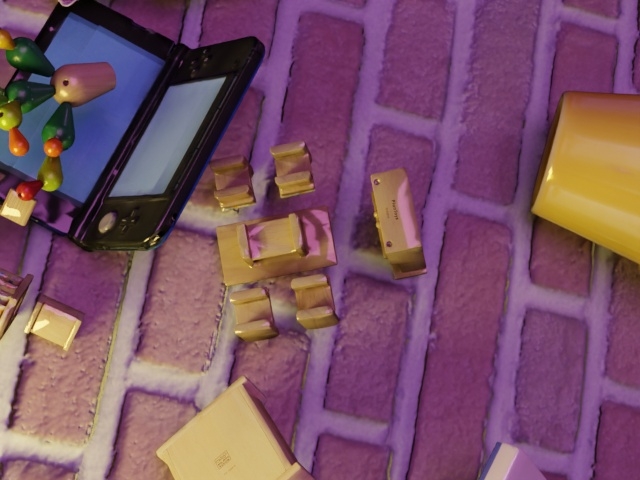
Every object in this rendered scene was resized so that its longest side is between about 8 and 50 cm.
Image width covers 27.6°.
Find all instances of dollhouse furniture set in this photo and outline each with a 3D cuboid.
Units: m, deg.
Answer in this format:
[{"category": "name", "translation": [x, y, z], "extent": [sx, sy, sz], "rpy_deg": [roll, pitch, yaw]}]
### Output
[{"category": "dollhouse furniture set", "translation": [-0.057, 0.365, 1.499], "extent": [0.286, 0.198, 0.303], "rpy_deg": [-41, 121, 0]}, {"category": "dollhouse furniture set", "translation": [0.000, 0.000, 1.596], "extent": [0.242, 0.161, 0.212], "rpy_deg": [-11, 78, 5]}, {"category": "dollhouse furniture set", "translation": [-0.337, 0.027, 1.451], "extent": [0.182, 0.101, 0.161], "rpy_deg": [25, 104, -7]}]

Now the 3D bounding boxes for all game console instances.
[{"category": "game console", "translation": [-0.245, -0.151, 1.532], "extent": [0.173, 0.250, 0.293], "rpy_deg": [38, 67, -32]}]

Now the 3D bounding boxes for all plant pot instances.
[{"category": "plant pot", "translation": [0.404, -0.085, 1.662], "extent": [0.239, 0.254, 0.254], "rpy_deg": [16, 71, 5]}]

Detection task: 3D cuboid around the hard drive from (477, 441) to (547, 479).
[{"category": "hard drive", "translation": [0.186, 0.419, 1.499], "extent": [0.319, 0.040, 0.210], "rpy_deg": [-60, 137, -20]}]

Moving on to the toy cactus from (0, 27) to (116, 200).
[{"category": "toy cactus", "translation": [-0.318, -0.158, 1.477], "extent": [0.180, 0.112, 0.219], "rpy_deg": [-20, 74, -35]}]

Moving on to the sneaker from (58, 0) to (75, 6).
[{"category": "sneaker", "translation": [-0.279, -0.314, 1.597], "extent": [0.118, 0.042, 0.067], "rpy_deg": [8, 35, 18]}]
